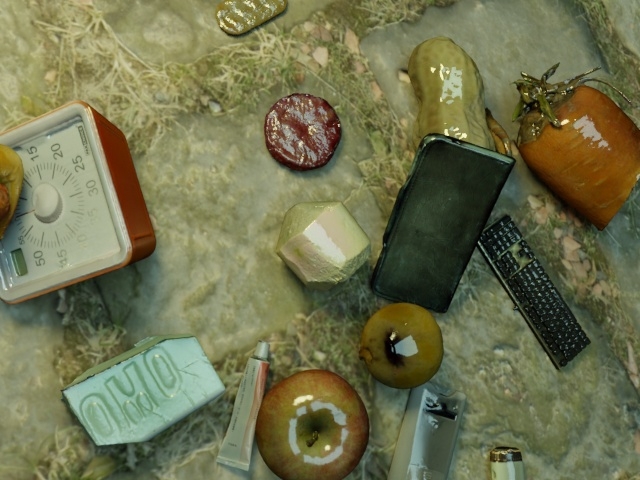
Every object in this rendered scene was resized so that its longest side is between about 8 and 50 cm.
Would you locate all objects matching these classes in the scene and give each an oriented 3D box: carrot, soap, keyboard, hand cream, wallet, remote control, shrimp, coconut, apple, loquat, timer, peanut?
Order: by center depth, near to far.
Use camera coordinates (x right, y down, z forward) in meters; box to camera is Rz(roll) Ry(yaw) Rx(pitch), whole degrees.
[{"bbox_3d":[-0.416,-0.052,1.041,0.250,0.161,0.257,-17,88,2],"label":"timer"},{"bbox_3d":[-0.290,0.243,1.068,0.231,0.091,0.145,-30,91,-17],"label":"soap"},{"bbox_3d":[-0.014,0.307,1.089,0.188,0.174,0.188,2,81,-11],"label":"apple"},{"bbox_3d":[-0.121,0.279,1.131,0.038,0.052,0.216,22,79,-45],"label":"hand cream"},{"bbox_3d":[0.000,0.000,1.149,0.147,0.147,0.152,-41,97,-16],"label":"coconut"},{"bbox_3d":[0.146,0.185,1.165,0.163,0.137,0.163,4,64,-9],"label":"loquat"},{"bbox_3d":[0.208,-0.026,1.186,0.173,0.045,0.317,15,110,-8],"label":"wallet"},{"bbox_3d":[0.185,0.415,1.189,0.110,0.055,0.312,19,78,-12],"label":"remote control"},{"bbox_3d":[0.244,-0.237,1.245,0.149,0.149,0.312,-3,83,-15],"label":"peanut"},{"bbox_3d":[0.495,-0.191,1.266,0.331,0.214,0.193,41,52,-3],"label":"carrot"},{"bbox_3d":[0.339,-0.181,1.291,0.034,0.124,0.178,-13,42,-4],"label":"shrimp"},{"bbox_3d":[0.418,0.102,1.303,0.106,0.027,0.317,-35,93,-16],"label":"keyboard"}]

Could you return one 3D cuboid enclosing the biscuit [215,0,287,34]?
[{"bbox_3d":[-0.128,-0.434,1.229,0.147,0.018,0.071,-34,91,-17],"label":"biscuit"}]

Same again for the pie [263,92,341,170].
[{"bbox_3d":[-0.031,-0.199,1.216,0.155,0.036,0.154,2,83,-15],"label":"pie"}]

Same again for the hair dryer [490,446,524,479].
[{"bbox_3d":[0.352,0.539,1.196,0.203,0.128,0.361,3,75,-14],"label":"hair dryer"}]

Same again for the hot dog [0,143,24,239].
[{"bbox_3d":[-0.556,-0.045,0.962,0.257,0.150,0.153,-16,78,17],"label":"hot dog"}]
